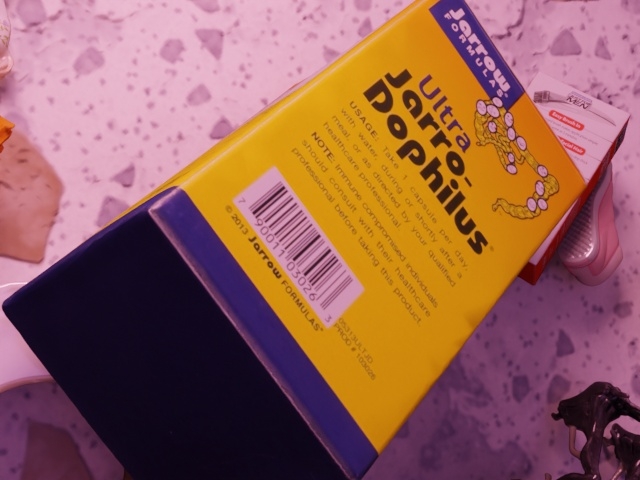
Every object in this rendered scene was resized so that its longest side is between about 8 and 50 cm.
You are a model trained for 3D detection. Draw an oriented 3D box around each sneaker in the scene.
[{"bbox_3d":[0.247,-0.020,1.005,0.070,0.051,0.134,46,47,-44],"label":"sneaker"}]

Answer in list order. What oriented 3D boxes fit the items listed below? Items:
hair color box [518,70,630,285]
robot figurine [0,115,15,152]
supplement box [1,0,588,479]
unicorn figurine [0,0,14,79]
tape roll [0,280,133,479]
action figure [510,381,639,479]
[{"bbox_3d":[0.189,-0.056,0.962,0.093,0.053,0.167,30,75,19],"label":"hair color box"},{"bbox_3d":[-0.369,-0.103,0.730,0.291,0.085,0.211,30,32,-6],"label":"robot figurine"},{"bbox_3d":[0.000,0.000,0.766,0.195,0.194,0.356,54,47,-8],"label":"supplement box"},{"bbox_3d":[-0.265,-0.196,0.834,0.111,0.060,0.162,-6,103,-21],"label":"unicorn figurine"},{"bbox_3d":[-0.203,0.170,0.793,0.286,0.100,0.286,2,84,-19],"label":"tape roll"},{"bbox_3d":[0.198,0.253,0.910,0.164,0.141,0.275,48,70,-22],"label":"action figure"}]
